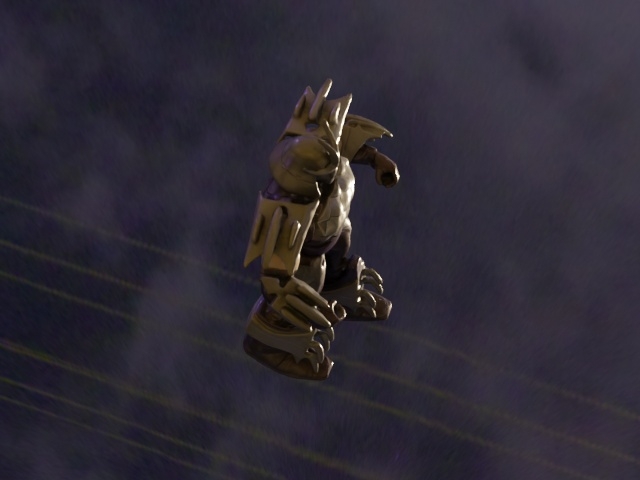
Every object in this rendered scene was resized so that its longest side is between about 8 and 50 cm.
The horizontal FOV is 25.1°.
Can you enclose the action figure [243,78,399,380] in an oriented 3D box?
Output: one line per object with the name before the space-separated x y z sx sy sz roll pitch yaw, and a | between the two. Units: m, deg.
action figure | 0.000 0.000 1.094 0.099 0.285 0.185 24 -118 13
